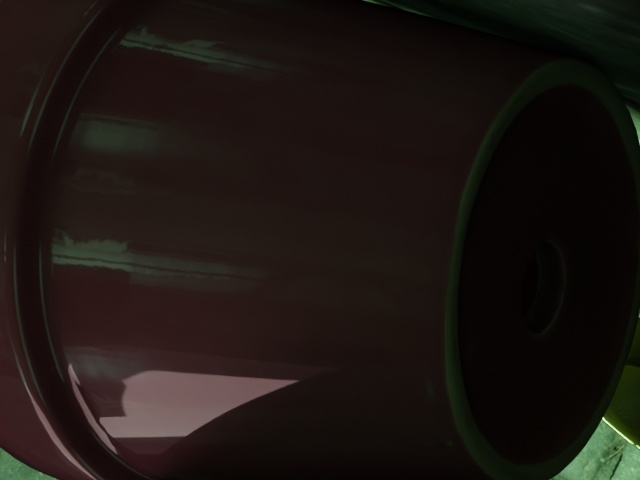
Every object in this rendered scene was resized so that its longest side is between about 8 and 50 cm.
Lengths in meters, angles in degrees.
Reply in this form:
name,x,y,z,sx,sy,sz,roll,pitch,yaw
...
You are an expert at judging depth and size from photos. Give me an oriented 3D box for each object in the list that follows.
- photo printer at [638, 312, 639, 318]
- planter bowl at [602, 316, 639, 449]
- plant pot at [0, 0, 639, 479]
name,x,y,z,sx,sy,sz,roll,pitch,yaw
photo printer,0.188,0.041,1.142,0.256,0.107,0.307,51,-165,26
planter bowl,0.207,0.061,0.480,0.217,0.090,0.217,29,170,6
plant pot,0.000,0.000,0.436,0.180,0.201,0.201,7,172,37
